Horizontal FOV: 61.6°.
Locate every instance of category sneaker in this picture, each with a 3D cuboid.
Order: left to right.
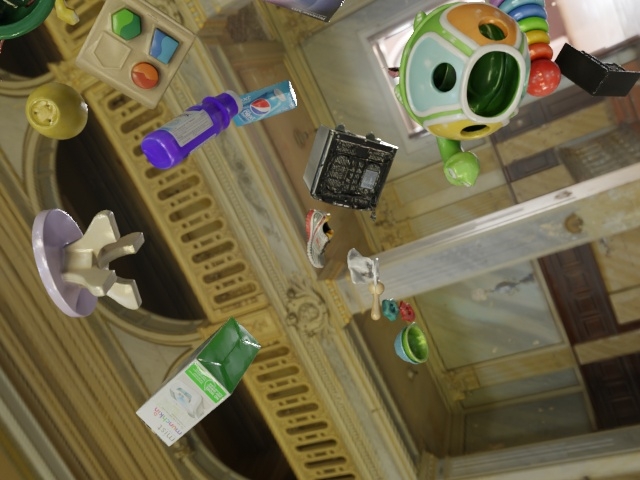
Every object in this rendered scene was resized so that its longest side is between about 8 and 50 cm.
[{"bbox_3d":[0.000,0.000,1.962,0.088,0.092,0.225,-55,-34,-59],"label":"sneaker"}]

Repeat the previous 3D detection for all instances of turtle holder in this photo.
[{"bbox_3d":[0.268,-0.289,1.038,0.243,0.320,0.227,23,-160,-20],"label":"turtle holder"}]

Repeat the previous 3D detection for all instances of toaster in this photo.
[{"bbox_3d":[0.062,-0.157,1.208,0.168,0.186,0.110,11,-159,-19],"label":"toaster"}]

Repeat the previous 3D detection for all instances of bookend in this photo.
[{"bbox_3d":[0.739,-0.457,1.440,0.157,0.072,0.156,-8,-133,-30],"label":"bookend"}]

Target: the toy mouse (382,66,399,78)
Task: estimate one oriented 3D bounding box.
[{"bbox_3d":[0.269,-0.527,1.689,0.143,0.161,0.031,-69,-23,-51],"label":"toy mouse"}]

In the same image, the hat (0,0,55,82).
[{"bbox_3d":[-0.536,-0.410,0.908,0.173,0.208,0.183,56,173,-17],"label":"hat"}]

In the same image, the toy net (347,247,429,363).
[{"bbox_3d":[0.131,0.107,0.971,0.122,0.045,0.232,-32,-87,-51],"label":"toy net"}]

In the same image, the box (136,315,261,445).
[{"bbox_3d":[-0.299,0.352,1.372,0.127,0.231,0.262,47,-162,-4],"label":"box"}]

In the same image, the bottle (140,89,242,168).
[{"bbox_3d":[-0.307,-0.284,1.333,0.283,0.118,0.092,-47,-59,-35],"label":"bottle"}]

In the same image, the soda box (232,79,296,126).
[{"bbox_3d":[-0.186,-0.441,1.730,0.067,0.210,0.071,62,-165,-48],"label":"soda box"}]

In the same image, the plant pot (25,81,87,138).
[{"bbox_3d":[-0.623,-0.298,1.244,0.134,0.134,0.095,62,-179,-17],"label":"plant pot"}]

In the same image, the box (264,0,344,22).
[{"bbox_3d":[-0.051,-0.718,1.319,0.296,0.294,0.183,12,-97,-18],"label":"box"}]

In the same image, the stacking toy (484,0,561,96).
[{"bbox_3d":[0.519,-0.507,1.346,0.141,0.141,0.330,23,-126,-60],"label":"stacking toy"}]

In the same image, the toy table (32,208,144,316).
[{"bbox_3d":[-0.531,0.052,1.253,0.252,0.160,0.274,-88,-10,-50],"label":"toy table"}]

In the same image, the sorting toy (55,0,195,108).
[{"bbox_3d":[-0.486,-0.482,1.283,0.307,0.229,0.041,28,-160,-27],"label":"sorting toy"}]
